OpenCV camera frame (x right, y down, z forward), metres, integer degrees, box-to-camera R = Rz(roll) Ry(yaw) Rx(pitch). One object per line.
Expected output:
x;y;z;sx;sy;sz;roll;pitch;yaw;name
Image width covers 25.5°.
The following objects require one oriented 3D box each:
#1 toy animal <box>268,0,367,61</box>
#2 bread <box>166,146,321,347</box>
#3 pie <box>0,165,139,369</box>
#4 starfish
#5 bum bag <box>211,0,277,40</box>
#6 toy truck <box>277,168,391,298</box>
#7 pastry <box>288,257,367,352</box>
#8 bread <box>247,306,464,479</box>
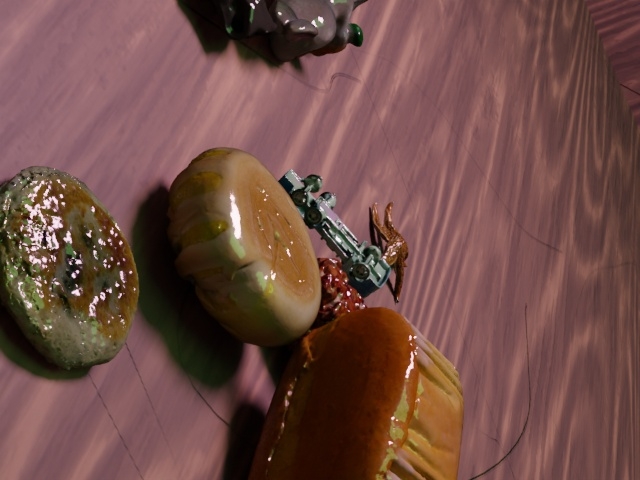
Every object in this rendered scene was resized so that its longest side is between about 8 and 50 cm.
-0.020;-0.285;1.781;0.251;0.127;0.125;-45;143;-57;toy animal
-0.081;0.008;1.429;0.213;0.104;0.213;46;33;-41;bread
-0.216;0.022;1.202;0.187;0.041;0.187;45;37;-47;pie
0.095;0.019;1.887;0.133;0.041;0.130;68;25;-10;starfish
-0.115;-0.373;1.668;0.142;0.079;0.326;47;30;-58;bum bag
0.000;0.000;1.677;0.175;0.081;0.067;49;26;-6;toy truck
0.019;0.121;1.576;0.115;0.097;0.208;-98;162;-64;pastry
0.029;0.205;1.394;0.156;0.204;0.288;40;52;-30;bread
